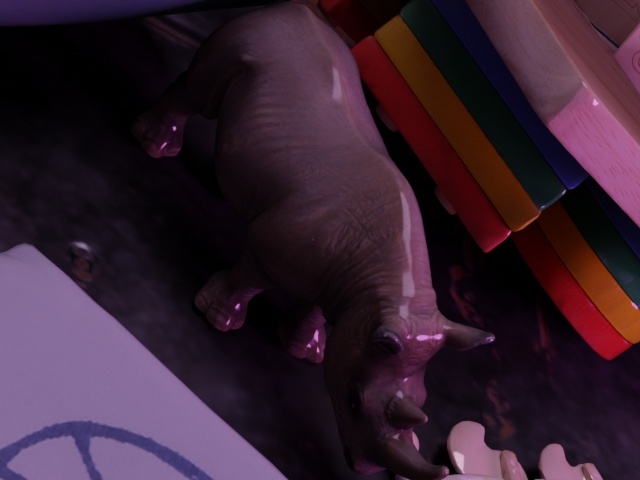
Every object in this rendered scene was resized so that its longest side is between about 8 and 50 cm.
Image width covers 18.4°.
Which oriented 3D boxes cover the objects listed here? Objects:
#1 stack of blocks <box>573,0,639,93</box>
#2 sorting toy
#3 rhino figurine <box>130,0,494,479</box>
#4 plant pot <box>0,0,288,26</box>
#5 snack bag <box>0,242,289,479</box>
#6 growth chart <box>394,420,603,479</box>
[{"bbox_3d":[0.211,-0.109,1.181,0.297,0.087,0.171,43,33,7],"label":"stack of blocks"},{"bbox_3d":[0.093,-0.067,0.948,0.257,0.089,0.255,40,18,-48],"label":"sorting toy"},{"bbox_3d":[0.000,0.000,0.815,0.073,0.106,0.243,8,43,-38],"label":"rhino figurine"},{"bbox_3d":[-0.136,-0.218,0.806,0.235,0.293,0.293,-19,62,-36],"label":"plant pot"},{"bbox_3d":[-0.068,0.158,0.411,0.323,0.037,0.342,42,37,16],"label":"snack bag"},{"bbox_3d":[0.136,0.160,0.833,0.237,0.021,0.172,19,36,-28],"label":"growth chart"}]
